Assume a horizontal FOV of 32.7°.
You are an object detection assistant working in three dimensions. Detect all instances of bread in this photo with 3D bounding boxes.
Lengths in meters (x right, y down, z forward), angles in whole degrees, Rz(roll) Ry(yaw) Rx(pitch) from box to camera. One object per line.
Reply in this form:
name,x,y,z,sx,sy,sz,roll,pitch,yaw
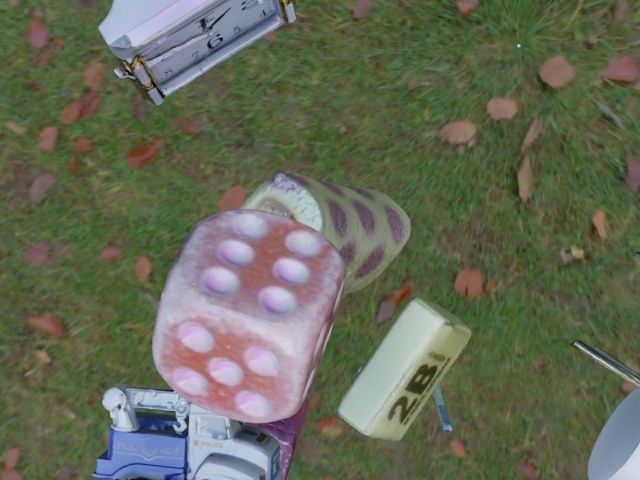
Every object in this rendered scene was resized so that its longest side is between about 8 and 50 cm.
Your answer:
bread,0.000,0.000,1.734,0.155,0.338,0.187,47,109,21

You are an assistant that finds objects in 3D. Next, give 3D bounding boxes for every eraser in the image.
eraser,0.105,0.158,1.324,0.058,0.117,0.172,37,95,31

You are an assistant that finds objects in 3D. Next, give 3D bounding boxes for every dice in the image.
dice,-0.041,0.044,0.638,0.094,0.093,0.091,18,133,4

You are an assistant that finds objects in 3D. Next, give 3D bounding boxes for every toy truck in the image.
toy truck,-0.152,0.252,1.290,0.213,0.161,0.177,3,95,7

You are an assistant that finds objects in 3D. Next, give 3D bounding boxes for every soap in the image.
soap,-0.113,0.367,1.733,0.127,0.220,0.325,18,118,-1

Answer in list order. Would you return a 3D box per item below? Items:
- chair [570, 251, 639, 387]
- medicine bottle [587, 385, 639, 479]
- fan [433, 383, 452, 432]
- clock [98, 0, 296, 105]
chair,0.458,0.166,1.227,0.325,0.170,0.160,37,97,26
medicine bottle,0.300,0.190,0.803,0.186,0.103,0.103,32,104,1
fan,0.192,0.251,1.771,0.016,0.193,0.038,5,117,-6
clock,-0.153,-0.282,1.367,0.253,0.186,0.083,-33,76,-4
